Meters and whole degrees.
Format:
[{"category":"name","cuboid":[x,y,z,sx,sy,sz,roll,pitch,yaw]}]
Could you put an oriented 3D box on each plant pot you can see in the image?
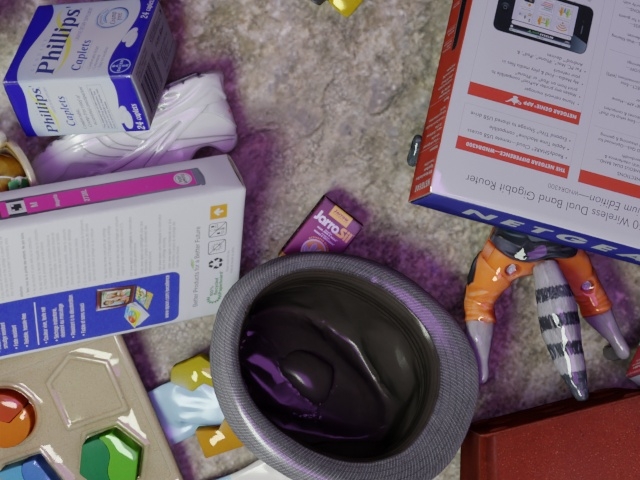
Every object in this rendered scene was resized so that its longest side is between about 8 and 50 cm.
[{"category":"plant pot","cuboid":[0.271,0.286,1.219,0.267,0.267,0.236,-13,84,-1]}]

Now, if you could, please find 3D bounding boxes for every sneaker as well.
[{"category":"sneaker","cuboid":[-0.190,-0.088,1.237,0.232,0.090,0.115,-23,100,1]}]

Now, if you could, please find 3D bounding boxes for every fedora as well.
[{"category":"fedora","cuboid":[0.011,0.142,1.220,0.275,0.124,0.244,23,68,-7]}]

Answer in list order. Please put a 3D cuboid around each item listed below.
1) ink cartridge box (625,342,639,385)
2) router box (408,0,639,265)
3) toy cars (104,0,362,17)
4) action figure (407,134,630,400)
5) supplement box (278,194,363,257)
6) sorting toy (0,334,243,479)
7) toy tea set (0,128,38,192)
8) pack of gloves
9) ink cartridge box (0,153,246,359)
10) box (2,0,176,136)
[{"category":"ink cartridge box","cuboid":[0.428,0.088,1.229,0.127,0.128,0.176,34,64,-5]},{"category":"router box","cuboid":[0.278,-0.141,1.116,0.335,0.082,0.301,15,83,-9]},{"category":"toy cars","cuboid":[-0.119,-0.323,1.219,0.393,0.087,0.177,1,107,2]},{"category":"action figure","cuboid":[0.271,-0.021,1.223,0.341,0.178,0.330,-6,103,-2]},{"category":"supplement box","cuboid":[0.000,0.000,1.274,0.055,0.043,0.083,37,92,-5]},{"category":"sorting toy","cuboid":[-0.235,0.193,1.262,0.307,0.041,0.229,-20,96,9]},{"category":"toy tea set","cuboid":[-0.385,-0.091,1.167,0.124,0.200,0.336,-25,101,-35]},{"category":"pack of gloves","cuboid":[-0.127,0.238,1.302,0.232,0.046,0.195,-23,97,10]},{"category":"ink cartridge box","cuboid":[-0.257,0.028,1.160,0.370,0.069,0.176,-13,137,-20]},{"category":"box","cuboid":[-0.228,-0.174,1.186,0.137,0.126,0.072,-2,137,13]}]
